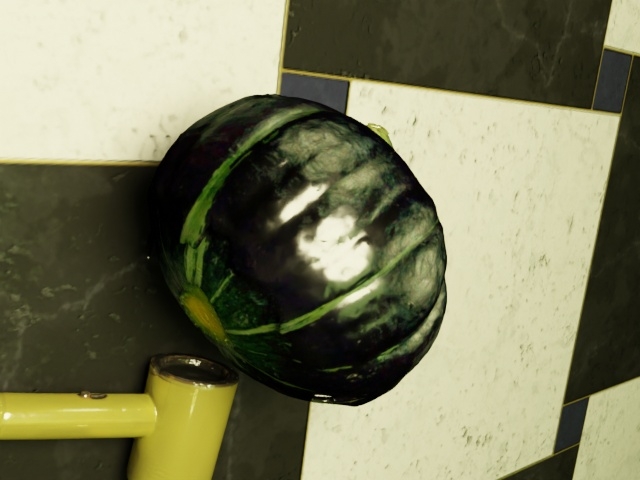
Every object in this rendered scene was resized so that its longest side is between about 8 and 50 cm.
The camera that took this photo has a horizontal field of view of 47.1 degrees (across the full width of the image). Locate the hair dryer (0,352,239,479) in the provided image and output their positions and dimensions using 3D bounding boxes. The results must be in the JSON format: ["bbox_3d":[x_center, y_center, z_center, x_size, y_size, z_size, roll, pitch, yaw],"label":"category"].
[{"bbox_3d":[-0.217,0.178,0.694,0.279,0.090,0.134,11,98,-37],"label":"hair dryer"}]

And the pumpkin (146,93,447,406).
[{"bbox_3d":[0.000,0.000,0.678,0.296,0.296,0.295,-15,113,-39],"label":"pumpkin"}]
